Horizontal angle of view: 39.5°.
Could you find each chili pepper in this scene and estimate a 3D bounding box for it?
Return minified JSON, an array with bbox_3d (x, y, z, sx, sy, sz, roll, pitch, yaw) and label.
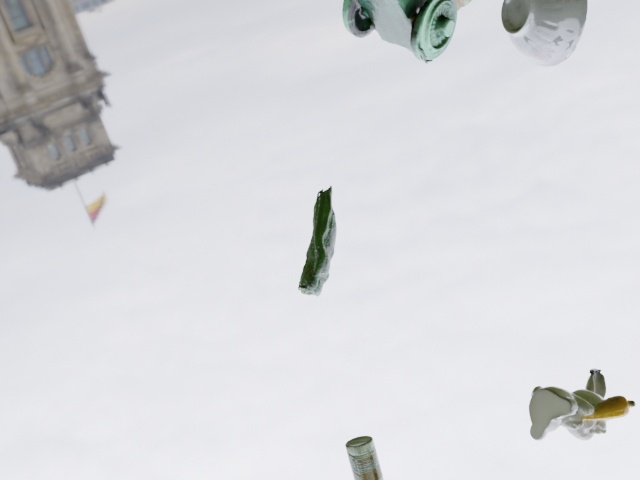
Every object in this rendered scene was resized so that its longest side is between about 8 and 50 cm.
[{"bbox_3d":[0.002,0.000,1.799,0.061,0.224,0.098,12,164,0],"label":"chili pepper"}]

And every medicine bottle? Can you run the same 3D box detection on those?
[{"bbox_3d":[0.071,0.358,1.417,0.047,0.083,0.047,-15,-173,2],"label":"medicine bottle"}]

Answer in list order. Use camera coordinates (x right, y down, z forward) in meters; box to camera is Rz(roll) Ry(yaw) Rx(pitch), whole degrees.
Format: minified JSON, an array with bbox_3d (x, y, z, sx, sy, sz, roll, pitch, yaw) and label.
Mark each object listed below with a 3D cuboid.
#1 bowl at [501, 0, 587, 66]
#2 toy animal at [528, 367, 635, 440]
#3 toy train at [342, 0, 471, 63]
[{"bbox_3d":[0.377,-0.405,1.577,0.086,0.189,0.189,-1,-166,-26],"label":"bowl"},{"bbox_3d":[0.425,0.258,1.437,0.182,0.131,0.127,7,-140,-35],"label":"toy animal"},{"bbox_3d":[0.071,-0.286,0.781,0.116,0.285,0.177,26,-100,33],"label":"toy train"}]
